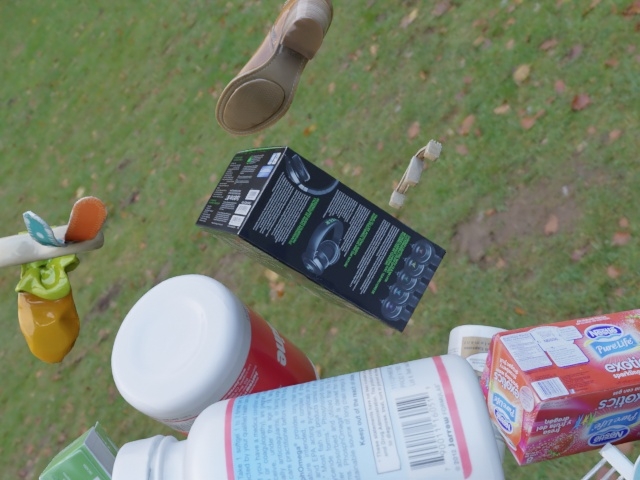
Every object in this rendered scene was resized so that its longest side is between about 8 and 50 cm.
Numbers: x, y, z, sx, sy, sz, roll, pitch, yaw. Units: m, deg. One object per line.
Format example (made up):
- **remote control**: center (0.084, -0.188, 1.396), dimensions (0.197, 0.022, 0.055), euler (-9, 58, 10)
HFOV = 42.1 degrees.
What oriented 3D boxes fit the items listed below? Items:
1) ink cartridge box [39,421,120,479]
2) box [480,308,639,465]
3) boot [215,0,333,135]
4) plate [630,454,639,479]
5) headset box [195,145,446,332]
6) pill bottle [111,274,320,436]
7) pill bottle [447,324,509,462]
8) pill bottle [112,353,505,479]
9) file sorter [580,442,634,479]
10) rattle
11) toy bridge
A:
- **ink cartridge box**: center (-0.273, 0.294, 1.018), dimensions (0.062, 0.109, 0.209), euler (-38, 3, -12)
- **box**: center (0.353, 0.186, 1.085), dimensions (0.128, 0.257, 0.122), euler (-118, 27, -49)
- **boot**: center (-0.048, -0.226, 1.013), dimensions (0.197, 0.073, 0.152), euler (-42, 23, 30)
- **plate**: center (0.438, 0.298, 0.920), dimensions (0.188, 0.024, 0.188), euler (-3, 49, 3)
- **headset box**: center (0.000, 0.000, 1.156), dimensions (0.131, 0.283, 0.246), euler (-61, 19, -7)
- **pill bottle**: center (-0.140, 0.242, 1.396), dimensions (0.229, 0.407, 0.229), euler (-14, 55, 21)
- **pill bottle**: center (0.288, 0.278, 1.499), dimensions (0.131, 0.131, 0.229), euler (-13, 61, 49)
- **pill bottle**: center (-0.004, 0.107, 0.367), dimensions (0.160, 0.087, 0.087), euler (-12, 38, 3)
- **file sorter**: center (0.419, 0.419, 1.095), dimensions (0.173, 0.278, 0.193), euler (-46, 53, 3)
- **rattle**: center (-0.243, 0.043, 0.761), dimensions (0.200, 0.130, 0.142), euler (-6, 79, 47)
- **toy bridge**: center (0.176, -0.129, 1.542), dimensions (0.188, 0.026, 0.063), euler (123, 169, -56)
